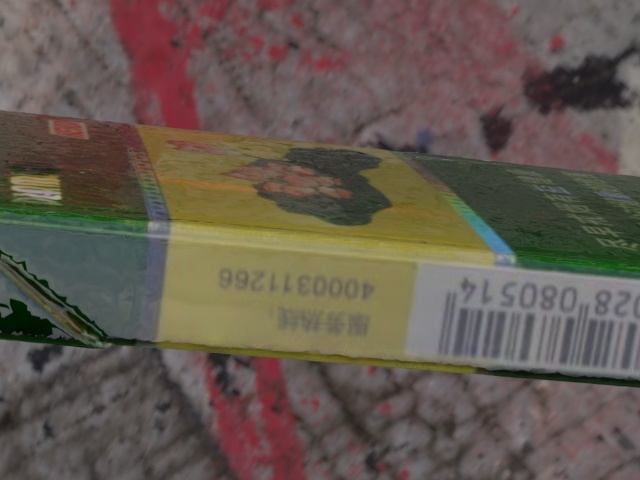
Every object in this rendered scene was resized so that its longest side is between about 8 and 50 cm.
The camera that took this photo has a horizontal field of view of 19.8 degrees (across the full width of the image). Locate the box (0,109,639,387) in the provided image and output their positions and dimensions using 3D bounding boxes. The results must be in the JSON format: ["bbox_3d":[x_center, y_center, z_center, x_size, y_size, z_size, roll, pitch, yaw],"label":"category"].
[{"bbox_3d":[0.000,0.000,0.479,0.235,0.132,0.034,5,103,-12],"label":"box"}]
